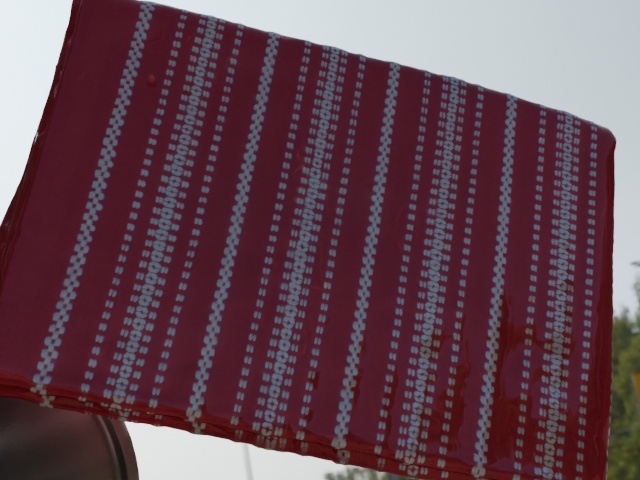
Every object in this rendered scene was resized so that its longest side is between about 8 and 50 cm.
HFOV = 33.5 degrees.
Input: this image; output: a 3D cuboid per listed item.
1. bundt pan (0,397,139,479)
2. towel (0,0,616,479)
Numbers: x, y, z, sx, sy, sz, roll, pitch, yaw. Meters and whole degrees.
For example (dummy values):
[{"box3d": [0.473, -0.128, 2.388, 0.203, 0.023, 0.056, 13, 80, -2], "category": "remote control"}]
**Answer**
[{"box3d": [-0.241, 0.152, 0.490, 0.330, 0.331, 0.124, -22, -3, 28], "category": "bundt pan"}, {"box3d": [0.000, 0.000, 0.473, 0.274, 0.199, 0.031, 13, -26, -9], "category": "towel"}]
